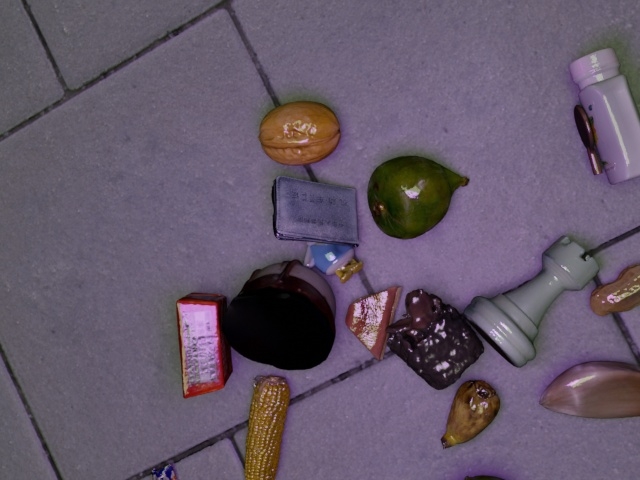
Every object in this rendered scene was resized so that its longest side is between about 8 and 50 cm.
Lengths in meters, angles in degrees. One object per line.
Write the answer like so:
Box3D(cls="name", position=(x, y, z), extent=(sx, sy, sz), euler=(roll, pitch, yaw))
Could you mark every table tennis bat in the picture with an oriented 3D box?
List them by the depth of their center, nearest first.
Box3D(cls="table tennis bat", position=(0.574, -0.219, 1.798), extent=(0.119, 0.107, 0.169), euler=(-18, 92, 10))

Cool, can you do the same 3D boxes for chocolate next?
Box3D(cls="chocolate", position=(-0.086, 0.164, 1.866), extent=(0.284, 0.186, 0.283), euler=(6, 134, 7))
Box3D(cls="chocolate", position=(-0.286, 0.251, 1.910), extent=(0.108, 0.235, 0.237), euler=(-3, 90, 0))

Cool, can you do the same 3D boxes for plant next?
Box3D(cls="plant", position=(0.260, 0.228, 1.823), extent=(0.234, 0.204, 0.178), euler=(45, 89, -3))

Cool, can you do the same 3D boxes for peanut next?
Box3D(cls="peanut", position=(0.717, 0.112, 1.784), extent=(0.194, 0.083, 0.093), euler=(-24, 100, 9))

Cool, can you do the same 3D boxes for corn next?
Box3D(cls="corn", position=(-0.141, 0.485, 1.947), extent=(0.106, 0.106, 0.293), euler=(9, 92, 11))

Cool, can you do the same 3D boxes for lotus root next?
Box3D(cls="lotus root", position=(0.355, 0.423, 1.859), extent=(0.108, 0.094, 0.190), euler=(38, 106, 30))

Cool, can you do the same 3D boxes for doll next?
Box3D(cls="doll", position=(0.000, 0.000, 1.917), extent=(0.135, 0.099, 0.241), euler=(-42, 85, 14))

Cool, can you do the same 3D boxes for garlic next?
Box3D(cls="garlic", position=(0.668, 0.343, 1.784), extent=(0.318, 0.112, 0.143), euler=(4, 114, 5))

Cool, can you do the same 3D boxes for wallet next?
Box3D(cls="wallet", position=(-0.012, -0.069, 1.868), extent=(0.222, 0.036, 0.167), euler=(8, 61, -17))

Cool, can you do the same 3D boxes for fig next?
Box3D(cls="fig", position=(0.244, -0.124, 1.857), extent=(0.235, 0.203, 0.203), euler=(-27, 84, -29))

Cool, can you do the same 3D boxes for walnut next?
Box3D(cls="walnut", position=(-0.052, -0.262, 1.897), extent=(0.207, 0.159, 0.159), euler=(-4, 90, 6))

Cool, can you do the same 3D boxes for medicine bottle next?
Box3D(cls="medicine bottle", position=(0.664, -0.280, 1.751), extent=(0.111, 0.161, 0.296), euler=(-18, 88, 7))

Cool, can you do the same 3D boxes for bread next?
Box3D(cls="bread", position=(0.124, 0.190, 1.908), extent=(0.119, 0.067, 0.192), euler=(16, 95, 2))

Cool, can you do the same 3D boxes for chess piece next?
Box3D(cls="chess piece", position=(0.499, 0.132, 1.788), extent=(0.299, 0.194, 0.194), euler=(-44, 83, 0))

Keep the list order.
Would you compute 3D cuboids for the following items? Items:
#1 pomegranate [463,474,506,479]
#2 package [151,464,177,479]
Box3D(cls="pomegranate", position=(0.391, 0.697, 1.797), extent=(0.236, 0.236, 0.301), euler=(-15, 100, 11))
Box3D(cls="package", position=(-0.413, 0.648, 2.037), extent=(0.077, 0.033, 0.110), euler=(-12, 103, -12))
